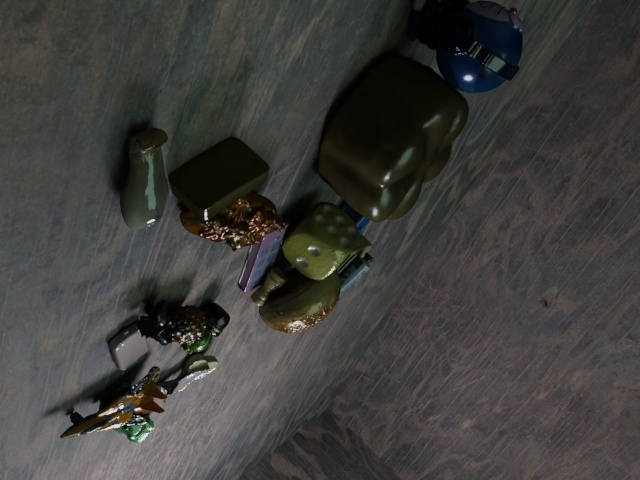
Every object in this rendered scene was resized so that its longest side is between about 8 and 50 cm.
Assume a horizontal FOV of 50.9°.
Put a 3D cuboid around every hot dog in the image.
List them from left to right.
[{"bbox_3d":[-0.203,-0.050,1.643,0.158,0.117,0.349,-42,162,8],"label":"hot dog"}]

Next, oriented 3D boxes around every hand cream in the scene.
[{"bbox_3d":[0.083,0.152,2.382,0.271,0.058,0.091,-47,168,6],"label":"hand cream"}]

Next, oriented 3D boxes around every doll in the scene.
[{"bbox_3d":[0.385,-0.526,1.744,0.240,0.310,0.284,-56,159,23],"label":"doll"}]

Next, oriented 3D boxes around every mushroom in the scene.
[{"bbox_3d":[-0.343,-0.115,1.301,0.225,0.093,0.116,94,18,-46],"label":"mushroom"}]

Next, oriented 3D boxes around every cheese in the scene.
[{"bbox_3d":[0.037,0.102,2.439,0.242,0.124,0.265,-10,138,-52],"label":"cheese"}]

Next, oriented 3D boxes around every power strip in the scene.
[{"bbox_3d":[-0.174,0.047,2.016,0.109,0.037,0.279,-29,152,-43],"label":"power strip"}]

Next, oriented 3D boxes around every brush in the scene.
[{"bbox_3d":[-0.219,-0.135,1.459,0.197,0.123,0.059,-37,160,-29],"label":"brush"}]

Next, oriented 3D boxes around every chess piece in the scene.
[{"bbox_3d":[-0.161,0.145,2.081,0.122,0.066,0.066,-49,161,16],"label":"chess piece"}]

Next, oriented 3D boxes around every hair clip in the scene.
[{"bbox_3d":[-0.426,0.441,2.162,0.218,0.071,0.159,-27,154,-36],"label":"hair clip"}]

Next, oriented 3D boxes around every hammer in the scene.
[{"bbox_3d":[0.062,0.112,2.322,0.178,0.021,0.065,-47,153,0],"label":"hammer"}]

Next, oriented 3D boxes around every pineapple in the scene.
[{"bbox_3d":[-0.395,0.216,1.759,0.111,0.119,0.237,-26,165,15],"label":"pineapple"}]

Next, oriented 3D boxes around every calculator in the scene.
[{"bbox_3d":[-0.499,0.278,1.757,0.100,0.032,0.175,-38,157,-29],"label":"calculator"}]

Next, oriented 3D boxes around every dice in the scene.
[{"bbox_3d":[0.000,0.000,2.030,0.169,0.169,0.166,-43,-171,43],"label":"dice"}]

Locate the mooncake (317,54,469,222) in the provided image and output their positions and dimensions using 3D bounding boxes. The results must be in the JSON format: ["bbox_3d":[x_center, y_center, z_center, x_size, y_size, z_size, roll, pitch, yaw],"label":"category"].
[{"bbox_3d":[0.216,-0.283,1.912,0.467,0.262,0.467,-44,159,-21],"label":"mooncake"}]

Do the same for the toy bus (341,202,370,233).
[{"bbox_3d":[0.103,-0.070,2.289,0.185,0.106,0.090,-48,163,-2],"label":"toy bus"}]

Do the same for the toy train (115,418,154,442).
[{"bbox_3d":[-0.566,0.544,2.004,0.099,0.149,0.081,-48,-155,-11],"label":"toy train"}]

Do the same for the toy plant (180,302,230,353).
[{"bbox_3d":[-0.344,0.263,1.977,0.162,0.093,0.093,-46,160,-1],"label":"toy plant"}]

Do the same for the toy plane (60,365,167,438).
[{"bbox_3d":[-0.579,0.469,1.846,0.316,0.103,0.204,-10,124,-45],"label":"toy plane"}]

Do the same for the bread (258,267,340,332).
[{"bbox_3d":[-0.058,0.185,2.174,0.305,0.159,0.305,-31,-163,10],"label":"bread"}]
